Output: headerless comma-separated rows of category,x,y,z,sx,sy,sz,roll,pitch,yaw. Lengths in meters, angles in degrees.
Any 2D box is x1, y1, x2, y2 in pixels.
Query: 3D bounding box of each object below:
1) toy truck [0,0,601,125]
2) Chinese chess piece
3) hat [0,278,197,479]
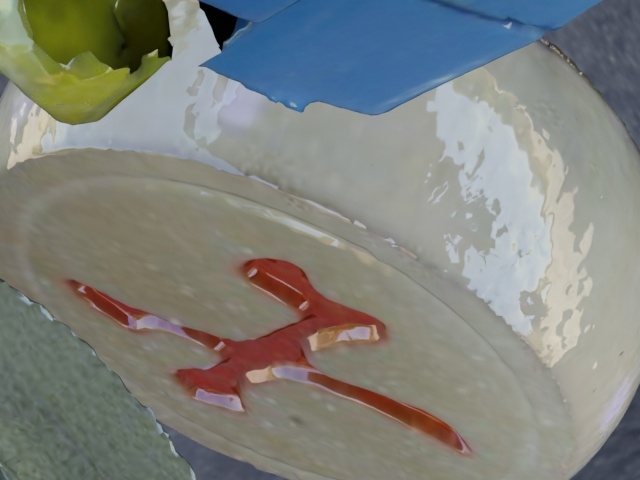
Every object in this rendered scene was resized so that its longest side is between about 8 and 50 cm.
toy truck,-0.085,-0.152,0.387,0.161,0.385,0.162,-28,54,43
Chinese chess piece,0.000,0.000,0.907,0.338,0.338,0.140,18,62,15
hat,-0.140,0.114,0.376,0.252,0.110,0.252,0,91,-21
